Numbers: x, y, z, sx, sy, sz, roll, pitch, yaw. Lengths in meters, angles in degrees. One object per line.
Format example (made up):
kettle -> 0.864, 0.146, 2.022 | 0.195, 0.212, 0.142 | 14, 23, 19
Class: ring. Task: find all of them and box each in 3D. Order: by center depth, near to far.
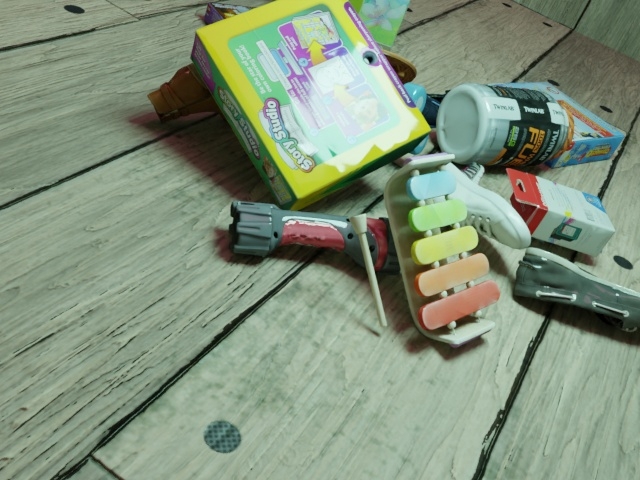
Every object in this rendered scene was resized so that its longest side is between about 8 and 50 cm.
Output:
ring -> 0.059, -0.404, 1.660 | 0.337, 0.032, 0.336 | 8, -2, 0

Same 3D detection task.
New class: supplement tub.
supplement tub -> 0.459, -0.280, 1.720 | 0.316, 0.193, 0.193 | -3, 42, -30

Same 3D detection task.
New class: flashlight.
flashlight -> 0.000, 0.000, 1.191 | 0.304, 0.103, 0.103 | 4, 10, -18

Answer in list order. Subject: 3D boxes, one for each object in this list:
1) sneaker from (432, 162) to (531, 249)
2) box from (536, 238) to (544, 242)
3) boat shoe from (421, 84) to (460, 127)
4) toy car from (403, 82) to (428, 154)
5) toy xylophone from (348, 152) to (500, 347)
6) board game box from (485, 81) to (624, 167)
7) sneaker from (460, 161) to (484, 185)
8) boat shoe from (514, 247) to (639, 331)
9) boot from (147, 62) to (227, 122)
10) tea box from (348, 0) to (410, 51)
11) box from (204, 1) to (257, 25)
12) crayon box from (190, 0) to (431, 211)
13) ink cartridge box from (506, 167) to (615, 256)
sneaker -> 0.288, -0.050, 1.404 | 0.123, 0.106, 0.290 | -36, 47, -11
box -> 0.483, -0.053, 1.572 | 0.094, 0.027, 0.137 | 31, 36, 15
boat shoe -> 0.354, -0.353, 1.851 | 0.258, 0.089, 0.109 | -20, 52, -44
toy car -> 0.079, -0.234, 1.509 | 0.219, 0.210, 0.238 | 25, 62, 27
toy xylophone -> 0.175, 0.024, 1.146 | 0.236, 0.081, 0.322 | -24, 97, -40
board game box -> 0.654, -0.339, 1.997 | 0.302, 0.086, 0.308 | -11, 46, -38
sneaker -> 0.314, -0.137, 1.564 | 0.075, 0.063, 0.170 | 31, 40, 3
boat shoe -> 0.522, 0.118, 1.330 | 0.335, 0.095, 0.112 | 23, -1, -4
boot -> -0.258, -0.278, 1.421 | 0.152, 0.197, 0.073 | -34, 59, -6
tea box -> 0.108, -0.773, 2.077 | 0.329, 0.323, 0.220 | 18, 34, -5
box -> -0.141, -0.566, 1.898 | 0.293, 0.057, 0.201 | -7, 45, -35
crayon box -> -0.019, -0.277, 1.326 | 0.313, 0.106, 0.363 | -29, 83, -21
ink cartridge box -> 0.495, -0.062, 1.498 | 0.231, 0.078, 0.134 | 17, 36, -9
